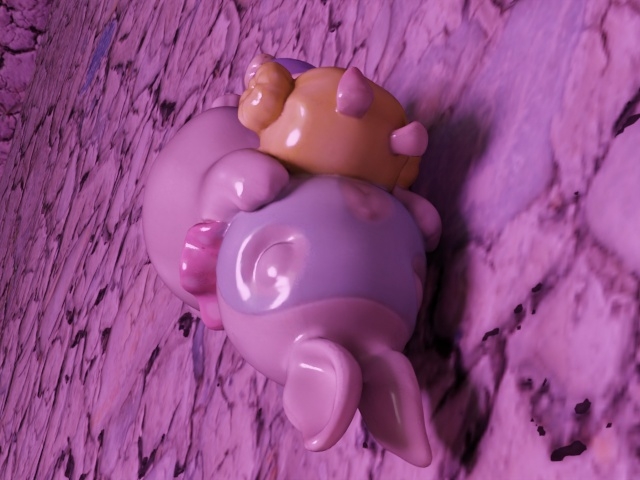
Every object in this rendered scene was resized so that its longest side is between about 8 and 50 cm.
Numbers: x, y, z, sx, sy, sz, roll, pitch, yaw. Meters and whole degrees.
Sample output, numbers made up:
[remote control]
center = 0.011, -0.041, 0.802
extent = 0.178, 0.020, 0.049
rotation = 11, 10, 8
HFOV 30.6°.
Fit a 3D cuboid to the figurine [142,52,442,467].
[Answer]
[figurine]
center = 0.000, 0.000, 0.558
extent = 0.155, 0.127, 0.235
rotation = -60, 28, 4
